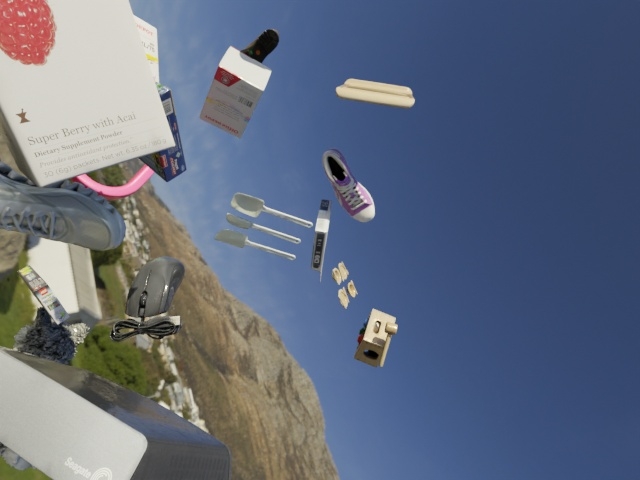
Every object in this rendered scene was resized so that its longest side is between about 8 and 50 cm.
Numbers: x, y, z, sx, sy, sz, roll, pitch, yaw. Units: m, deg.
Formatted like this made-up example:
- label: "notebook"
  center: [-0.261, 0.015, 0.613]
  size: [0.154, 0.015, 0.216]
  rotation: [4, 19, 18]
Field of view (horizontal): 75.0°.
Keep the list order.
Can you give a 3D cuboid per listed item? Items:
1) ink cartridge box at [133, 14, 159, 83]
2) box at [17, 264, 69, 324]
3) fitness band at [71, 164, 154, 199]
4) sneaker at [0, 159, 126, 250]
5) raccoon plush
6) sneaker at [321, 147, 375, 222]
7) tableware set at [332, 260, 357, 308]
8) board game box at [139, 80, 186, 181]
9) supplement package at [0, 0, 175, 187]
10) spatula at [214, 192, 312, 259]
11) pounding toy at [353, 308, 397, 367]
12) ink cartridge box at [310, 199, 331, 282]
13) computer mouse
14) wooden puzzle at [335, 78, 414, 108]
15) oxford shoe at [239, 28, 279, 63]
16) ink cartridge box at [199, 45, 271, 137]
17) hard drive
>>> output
- label: "ink cartridge box"
  center: [-0.654, -0.557, 1.316]
  size: [0.197, 0.198, 0.270]
  rotation: [-5, -93, 26]
- label: "box"
  center: [-0.763, 0.146, 1.146]
  size: [0.206, 0.036, 0.114]
  rotation: [16, -48, 43]
- label: "fitness band"
  center: [-0.539, -0.240, 1.111]
  size: [0.054, 0.291, 0.209]
  rotation: [-16, -53, 40]
- label: "sneaker"
  center: [-0.445, -0.046, 0.618]
  size: [0.118, 0.291, 0.110]
  rotation: [-89, -155, -60]
- label: "raccoon plush"
  center: [-0.749, 0.384, 1.162]
  size: [0.446, 0.299, 0.216]
  rotation: [20, -24, 32]
- label: "sneaker"
  center: [0.087, -0.164, 1.360]
  size: [0.282, 0.102, 0.161]
  rotation: [54, 11, -13]
- label: "tableware set"
  center: [0.083, 0.153, 1.474]
  size: [0.020, 0.168, 0.141]
  rotation: [-20, -86, 23]
- label: "board game box"
  center: [-0.378, -0.247, 0.859]
  size: [0.194, 0.060, 0.194]
  rotation: [29, -38, 19]
- label: "supplement package"
  center: [-0.337, -0.241, 0.519]
  size: [0.175, 0.177, 0.293]
  rotation: [20, -50, 47]
- label: "spatula"
  center: [-0.151, -0.030, 1.160]
  size: [0.168, 0.241, 0.019]
  rotation: [-60, -155, 24]
- label: "pounding toy"
  center: [0.170, 0.307, 1.312]
  size: [0.094, 0.181, 0.206]
  rotation: [21, -44, 6]
- label: "ink cartridge box"
  center: [0.000, 0.000, 1.406]
  size: [0.206, 0.045, 0.208]
  rotation: [-81, 178, -56]
- label: "computer mouse"
  center: [-0.441, 0.132, 1.105]
  size: [0.272, 0.188, 0.072]
  rotation: [-91, 171, -47]
- label: "wooden puzzle"
  center: [0.166, -0.434, 1.247]
  size: [0.239, 0.220, 0.044]
  rotation: [-69, 168, -60]
- label: "oxford shoe"
  center: [-0.233, -0.663, 1.484]
  size: [0.227, 0.083, 0.096]
  rotation: [-29, -150, 19]
- label: "ink cartridge box"
  center: [-0.236, -0.404, 1.152]
  size: [0.176, 0.128, 0.127]
  rotation: [-49, -156, 41]
- label: "hard drive"
  center: [-0.213, 0.165, 0.386]
  size: [0.254, 0.172, 0.054]
  rotation: [13, -113, 27]
